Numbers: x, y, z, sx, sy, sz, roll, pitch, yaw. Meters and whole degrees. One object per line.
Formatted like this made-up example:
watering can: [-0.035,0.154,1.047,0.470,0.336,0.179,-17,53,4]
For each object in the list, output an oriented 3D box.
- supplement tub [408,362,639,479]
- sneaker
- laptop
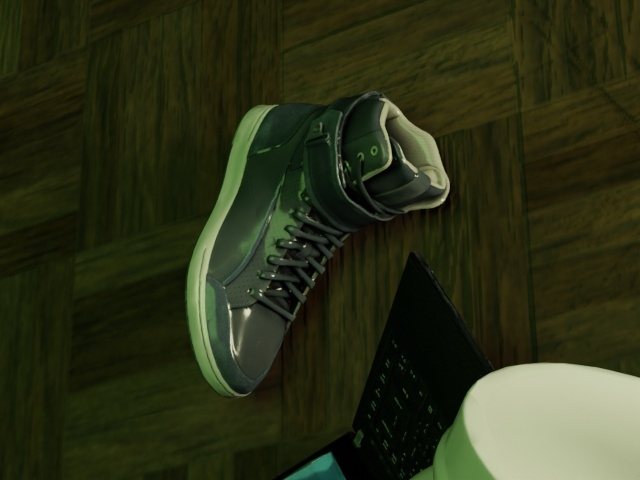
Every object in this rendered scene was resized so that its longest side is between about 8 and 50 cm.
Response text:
supplement tub: [0.109,0.251,0.843,0.241,0.241,0.331,40,120,41]
sneaker: [-0.001,-0.001,1.215,0.163,0.086,0.226,-4,65,38]
laptop: [0.024,0.186,1.066,0.234,0.136,0.264,59,147,38]
